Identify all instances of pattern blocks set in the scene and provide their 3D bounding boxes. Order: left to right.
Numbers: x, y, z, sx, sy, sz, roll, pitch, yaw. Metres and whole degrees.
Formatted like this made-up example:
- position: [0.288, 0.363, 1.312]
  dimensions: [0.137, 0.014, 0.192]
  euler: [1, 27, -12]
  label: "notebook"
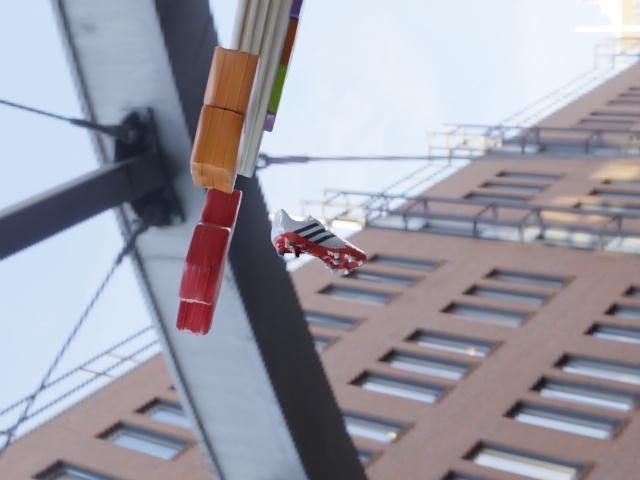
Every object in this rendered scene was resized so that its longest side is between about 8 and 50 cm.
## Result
- position: [-0.017, -0.129, 0.514]
  dimensions: [0.325, 0.026, 0.285]
  euler: [108, 175, -57]
  label: "pattern blocks set"

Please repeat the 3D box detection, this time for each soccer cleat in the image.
- position: [0.000, 0.000, 0.788]
  dimensions: [0.083, 0.029, 0.035]
  euler: [15, -126, -34]
  label: "soccer cleat"
